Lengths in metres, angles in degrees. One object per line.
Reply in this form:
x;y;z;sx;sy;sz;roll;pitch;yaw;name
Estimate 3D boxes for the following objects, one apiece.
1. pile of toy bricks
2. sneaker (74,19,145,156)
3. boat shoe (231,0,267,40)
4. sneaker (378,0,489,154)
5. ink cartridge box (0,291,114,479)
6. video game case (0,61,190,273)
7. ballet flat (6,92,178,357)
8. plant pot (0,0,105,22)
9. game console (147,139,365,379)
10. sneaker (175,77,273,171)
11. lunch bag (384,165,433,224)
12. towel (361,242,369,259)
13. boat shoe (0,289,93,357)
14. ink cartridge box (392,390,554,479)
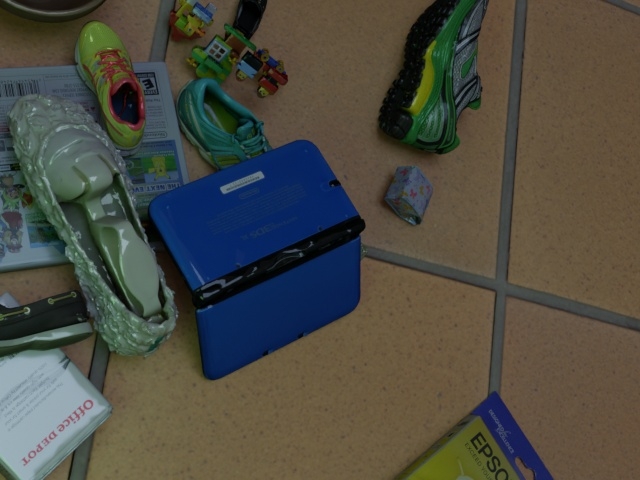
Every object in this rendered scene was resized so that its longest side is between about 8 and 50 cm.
-0.157;-0.286;1.639;0.212;0.105;0.118;36;21;-19;pile of toy bricks
-0.298;-0.234;1.514;0.081;0.094;0.208;-17;82;-27;sneaker
-0.113;-0.390;1.715;0.049;0.042;0.133;24;66;-16;boat shoe
0.223;-0.306;1.814;0.146;0.134;0.343;29;74;-23;sneaker
-0.410;0.205;1.380;0.218;0.092;0.158;48;62;-4;ink cartridge box
-0.360;-0.116;1.526;0.329;0.036;0.300;-8;79;-27;video game case
-0.299;-0.035;1.434;0.147;0.147;0.409;-26;92;-29;ballet flat
-0.422;-0.423;1.540;0.237;0.110;0.237;7;72;-24;plant pot
-0.093;0.026;1.558;0.293;0.173;0.250;-24;75;-27;game console
-0.119;-0.138;1.602;0.275;0.110;0.107;46;62;-8;sneaker
0.153;-0.075;1.744;0.083;0.053;0.071;43;59;-38;lunch bag
0.000;0.000;1.666;0.148;0.027;0.110;48;63;-7;towel
-0.407;0.112;1.315;0.228;0.081;0.068;-8;75;-34;boat shoe
0.278;0.446;1.650;0.307;0.072;0.303;-34;91;-27;ink cartridge box
